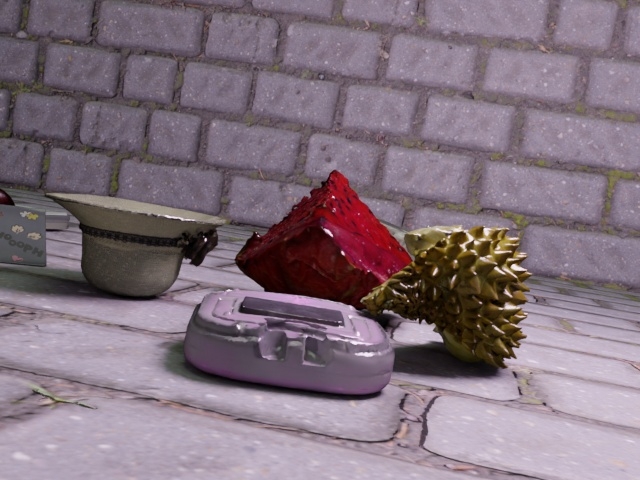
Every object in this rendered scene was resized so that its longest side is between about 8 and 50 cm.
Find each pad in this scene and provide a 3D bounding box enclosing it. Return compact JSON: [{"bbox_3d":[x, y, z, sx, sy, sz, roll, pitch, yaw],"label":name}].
[{"bbox_3d":[-0.574,-0.021,1.186,0.246,0.006,0.170,7,32,-25],"label":"pad"}]

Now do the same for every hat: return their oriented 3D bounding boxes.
[{"bbox_3d":[-0.269,0.012,1.044,0.257,0.130,0.257,9,4,-1],"label":"hat"}]

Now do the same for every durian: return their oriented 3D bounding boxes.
[{"bbox_3d":[0.167,0.064,0.901,0.167,0.172,0.306,6,-4,34],"label":"durian"}]

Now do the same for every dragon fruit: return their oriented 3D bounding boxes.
[{"bbox_3d":[0.000,0.000,1.101,0.303,0.240,0.330,-9,-6,6],"label":"dragon fruit"}]

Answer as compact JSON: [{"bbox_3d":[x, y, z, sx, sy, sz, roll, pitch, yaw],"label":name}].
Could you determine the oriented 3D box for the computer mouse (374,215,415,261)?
[{"bbox_3d":[0.169,0.052,1.481,0.429,0.145,0.228,25,4,29],"label":"computer mouse"}]

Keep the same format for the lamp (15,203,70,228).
[{"bbox_3d":[-0.765,-0.063,1.689,0.267,0.047,0.269,9,3,18],"label":"lamp"}]

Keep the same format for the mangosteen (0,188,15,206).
[{"bbox_3d":[-0.616,-0.063,1.317,0.140,0.140,0.140,9,4,-1],"label":"mangosteen"}]

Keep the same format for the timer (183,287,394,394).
[{"bbox_3d":[-0.032,0.100,0.759,0.209,0.069,0.191,10,6,-6],"label":"timer"}]
